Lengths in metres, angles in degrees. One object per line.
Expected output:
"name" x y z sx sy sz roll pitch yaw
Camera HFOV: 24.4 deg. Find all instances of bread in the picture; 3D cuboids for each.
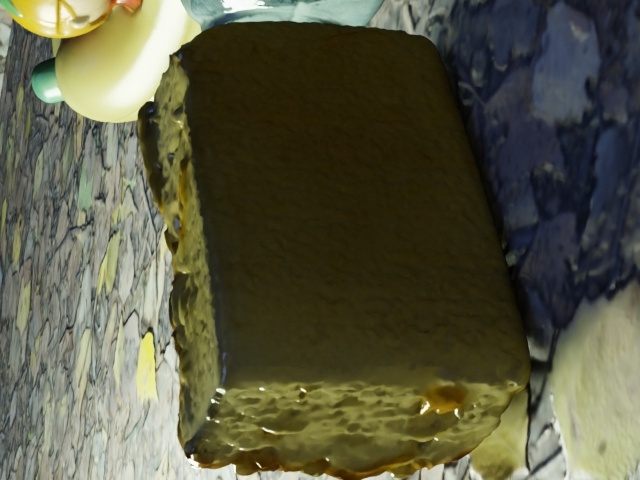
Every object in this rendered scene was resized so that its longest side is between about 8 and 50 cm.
"bread" 0.000 0.000 0.851 0.114 0.184 0.275 110 155 -45

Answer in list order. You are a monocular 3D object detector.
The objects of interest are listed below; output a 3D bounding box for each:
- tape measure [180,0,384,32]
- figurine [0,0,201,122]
"tape measure" -0.018 -0.257 1.024 0.256 0.147 0.275 -103 24 -45
"figurine" -0.171 -0.219 1.264 0.324 0.222 0.124 110 160 -58
